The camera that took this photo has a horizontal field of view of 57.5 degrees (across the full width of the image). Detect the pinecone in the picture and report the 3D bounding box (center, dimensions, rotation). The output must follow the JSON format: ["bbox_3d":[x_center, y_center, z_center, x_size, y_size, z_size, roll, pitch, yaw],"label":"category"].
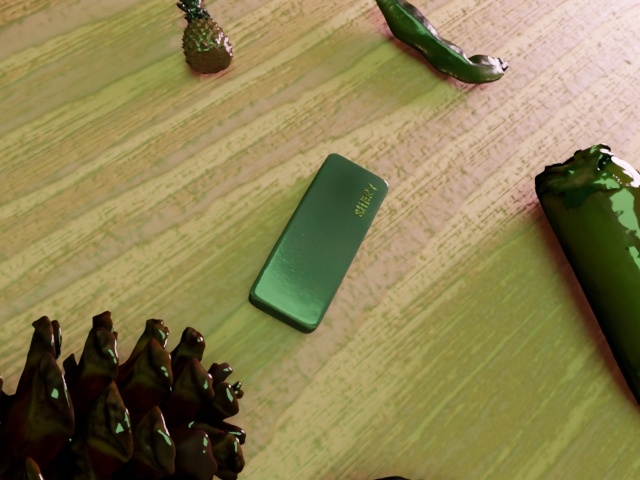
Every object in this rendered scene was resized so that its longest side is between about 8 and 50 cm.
[{"bbox_3d":[-0.187,0.164,0.424,0.292,0.246,0.246,-18,75,-37],"label":"pinecone"}]

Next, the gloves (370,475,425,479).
[{"bbox_3d":[0.082,0.279,0.487,0.203,0.124,0.164,23,78,-17],"label":"gloves"}]

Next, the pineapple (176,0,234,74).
[{"bbox_3d":[-0.134,-0.249,0.660,0.058,0.058,0.124,-8,68,-14],"label":"pineapple"}]

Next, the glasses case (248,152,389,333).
[{"bbox_3d":[0.000,0.000,0.607,0.078,0.039,0.184,29,68,-1],"label":"glasses case"}]

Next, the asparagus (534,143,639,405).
[{"bbox_3d":[0.351,0.082,0.615,0.108,0.128,0.382,-24,76,19],"label":"asparagus"}]

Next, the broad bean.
[{"bbox_3d":[0.143,-0.242,0.719,0.195,0.046,0.061,26,56,-7],"label":"broad bean"}]
